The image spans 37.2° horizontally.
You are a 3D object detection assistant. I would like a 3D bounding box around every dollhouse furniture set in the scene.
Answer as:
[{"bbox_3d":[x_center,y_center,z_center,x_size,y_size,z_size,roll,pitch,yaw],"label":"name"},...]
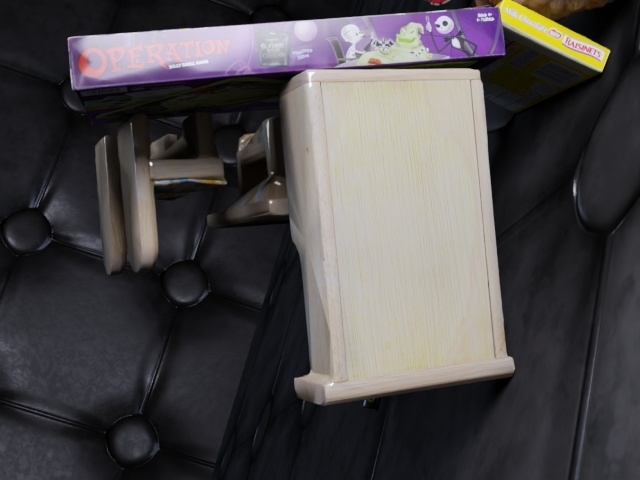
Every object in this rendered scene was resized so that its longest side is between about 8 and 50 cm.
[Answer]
[{"bbox_3d":[0.000,0.000,0.927,0.394,0.361,0.257,173,92,-68],"label":"dollhouse furniture set"}]

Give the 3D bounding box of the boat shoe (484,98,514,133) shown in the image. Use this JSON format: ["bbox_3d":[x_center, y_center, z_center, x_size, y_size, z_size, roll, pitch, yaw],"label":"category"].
[{"bbox_3d":[0.202,-0.229,1.036,0.076,0.080,0.229,-124,46,-79],"label":"boat shoe"}]

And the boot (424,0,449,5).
[{"bbox_3d":[0.160,-0.554,1.370,0.284,0.138,0.377,66,155,22],"label":"boot"}]

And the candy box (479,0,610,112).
[{"bbox_3d":[0.180,-0.168,0.899,0.027,0.105,0.206,-65,7,-6],"label":"candy box"}]

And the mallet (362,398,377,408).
[{"bbox_3d":[0.085,0.116,1.191,0.039,0.062,0.190,140,133,-78],"label":"mallet"}]

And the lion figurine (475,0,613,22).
[{"bbox_3d":[0.122,-0.315,0.877,0.142,0.392,0.240,-52,-18,-5],"label":"lion figurine"}]

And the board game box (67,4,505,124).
[{"bbox_3d":[-0.037,-0.150,0.842,0.208,0.346,0.056,153,110,-79],"label":"board game box"}]
